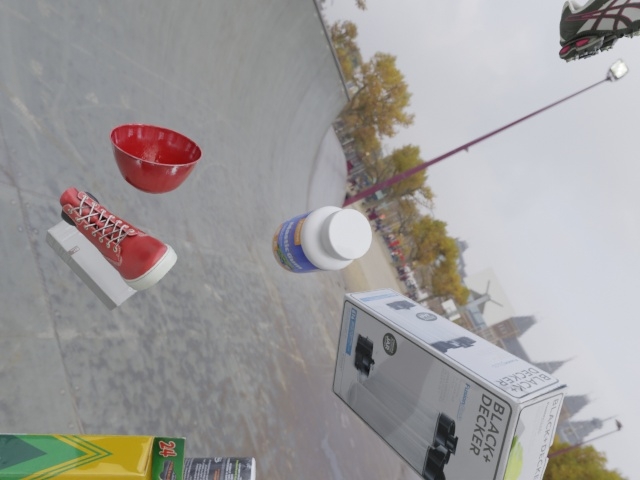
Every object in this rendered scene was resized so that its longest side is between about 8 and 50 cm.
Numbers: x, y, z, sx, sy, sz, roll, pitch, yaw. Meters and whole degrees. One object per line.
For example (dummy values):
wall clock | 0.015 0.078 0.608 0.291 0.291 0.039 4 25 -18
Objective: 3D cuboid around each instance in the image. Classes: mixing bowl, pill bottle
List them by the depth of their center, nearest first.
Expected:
pill bottle | -0.259 0.512 0.922 0.130 0.246 0.130 -178 -90 -85
mixing bowl | -0.350 -0.162 0.953 0.182 0.098 0.181 18 31 -11
pill bottle | 0.000 0.000 1.095 0.272 0.152 0.152 -14 -75 61

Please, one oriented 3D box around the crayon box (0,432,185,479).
crayon box | -0.393 0.415 0.742 0.081 0.319 0.202 -107 -156 -63

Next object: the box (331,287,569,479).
box | 0.136 0.189 0.578 0.290 0.087 0.169 28 -65 53

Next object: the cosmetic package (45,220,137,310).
cosmetic package | -0.538 0.045 1.117 0.238 0.107 0.127 49 55 -9

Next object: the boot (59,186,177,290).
boot | -0.350 -0.012 0.757 0.244 0.088 0.176 9 -39 49

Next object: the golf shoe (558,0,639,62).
golf shoe | 0.550 -0.415 0.807 0.273 0.105 0.120 2 -74 61
